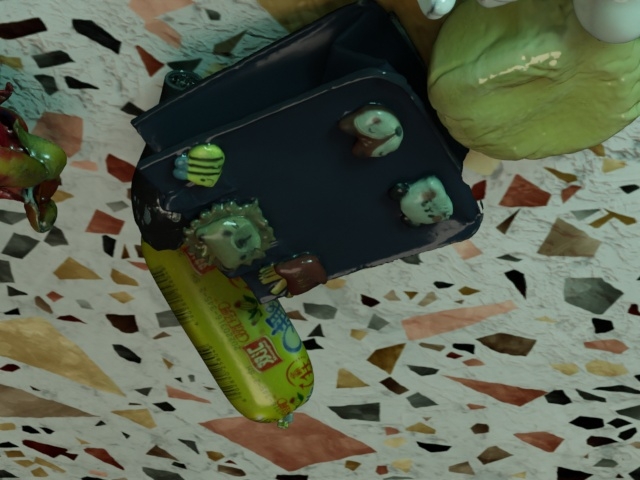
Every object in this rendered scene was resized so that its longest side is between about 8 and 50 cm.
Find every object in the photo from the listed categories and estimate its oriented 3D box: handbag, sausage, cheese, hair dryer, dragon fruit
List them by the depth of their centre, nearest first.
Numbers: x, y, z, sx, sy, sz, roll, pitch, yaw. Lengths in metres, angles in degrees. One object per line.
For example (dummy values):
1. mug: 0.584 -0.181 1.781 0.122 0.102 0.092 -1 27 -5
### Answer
1. cheese: 0.228 -0.167 1.526 0.226 0.117 0.214 -15 146 25
2. handbag: -0.012 -0.073 1.638 0.329 0.122 0.303 -24 138 13
3. dragon fruit: -0.443 -0.118 1.701 0.307 0.243 0.227 -7 144 -54
4. hair dryer: -0.085 -0.096 1.761 0.272 0.091 0.235 -2 128 -20
5. sausage: -0.118 0.086 1.886 0.123 0.123 0.347 -23 102 39

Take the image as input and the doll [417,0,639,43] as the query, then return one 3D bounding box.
1. doll: 0.230 -0.257 1.298 0.271 0.144 0.208 9 136 -28
